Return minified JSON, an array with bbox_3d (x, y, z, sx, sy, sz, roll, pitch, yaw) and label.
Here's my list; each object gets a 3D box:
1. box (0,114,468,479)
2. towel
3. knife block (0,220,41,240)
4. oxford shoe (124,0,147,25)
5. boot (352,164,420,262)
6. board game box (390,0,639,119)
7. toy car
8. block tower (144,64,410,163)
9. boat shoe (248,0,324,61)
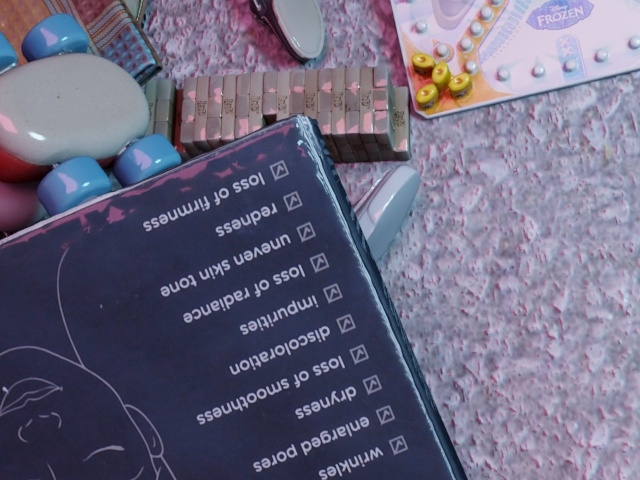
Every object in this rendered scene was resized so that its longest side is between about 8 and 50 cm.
[{"bbox_3d":[-0.132,0.186,1.221,0.480,0.297,0.471,-23,92,3],"label":"box"},{"bbox_3d":[-0.389,-0.199,1.517,0.370,0.040,0.271,-37,72,16],"label":"towel"},{"bbox_3d":[-0.308,0.087,1.501,0.088,0.242,0.275,-36,112,-1],"label":"knife block"},{"bbox_3d":[-0.293,-0.305,1.584,0.123,0.130,0.348,-10,76,8],"label":"oxford shoe"},{"bbox_3d":[0.000,0.000,1.445,0.123,0.095,0.258,34,86,20],"label":"boot"},{"bbox_3d":[0.265,-0.378,1.510,0.390,0.050,0.390,-13,80,8],"label":"board game box"},{"bbox_3d":[-0.321,-0.090,1.388,0.219,0.210,0.238,52,129,10],"label":"toy car"},{"bbox_3d":[-0.061,-0.147,1.514,0.335,0.097,0.091,-2,71,10],"label":"block tower"},{"bbox_3d":[-0.057,-0.310,1.600,0.065,0.075,0.206,-40,66,44],"label":"boat shoe"}]
